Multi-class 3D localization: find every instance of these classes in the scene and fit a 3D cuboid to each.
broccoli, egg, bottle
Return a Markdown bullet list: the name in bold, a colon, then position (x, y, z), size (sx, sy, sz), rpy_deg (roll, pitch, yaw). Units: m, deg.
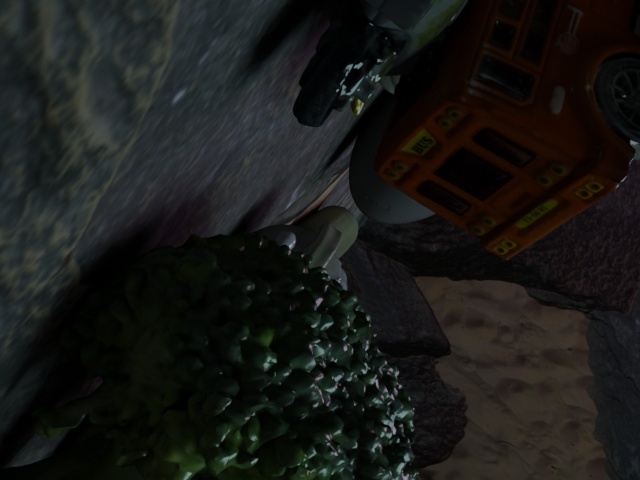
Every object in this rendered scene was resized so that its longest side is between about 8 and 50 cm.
- **broccoli**: position (-0.058, 0.149, 0.699), size (0.317, 0.277, 0.338), rpy_deg (-31, 177, 27)
- **egg**: position (0.117, -0.104, 1.185), size (0.198, 0.146, 0.146), rpy_deg (-46, 175, -13)
- **bottle**: position (0.000, 0.000, 1.383), size (0.072, 0.072, 0.201), rpy_deg (-52, 177, 16)

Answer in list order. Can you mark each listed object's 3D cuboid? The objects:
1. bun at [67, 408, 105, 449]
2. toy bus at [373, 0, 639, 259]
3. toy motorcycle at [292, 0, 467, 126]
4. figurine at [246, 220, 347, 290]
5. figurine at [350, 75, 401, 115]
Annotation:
- **bun**: position (-0.162, 0.241, 0.925), size (0.173, 0.173, 0.120), rpy_deg (-55, -173, 45)
- **toy bus**: position (0.155, -0.162, 0.676), size (0.143, 0.153, 0.329), rpy_deg (-45, -160, 60)
- **toy motorcycle**: position (0.063, -0.159, 0.540), size (0.225, 0.073, 0.152), rpy_deg (-53, -179, 24)
- **figurine**: position (-0.041, 0.068, 0.976), size (0.162, 0.141, 0.236), rpy_deg (-55, 179, -39)
- **figurine**: position (0.095, -0.173, 0.819), size (0.130, 0.109, 0.178), rpy_deg (-17, -157, 44)
